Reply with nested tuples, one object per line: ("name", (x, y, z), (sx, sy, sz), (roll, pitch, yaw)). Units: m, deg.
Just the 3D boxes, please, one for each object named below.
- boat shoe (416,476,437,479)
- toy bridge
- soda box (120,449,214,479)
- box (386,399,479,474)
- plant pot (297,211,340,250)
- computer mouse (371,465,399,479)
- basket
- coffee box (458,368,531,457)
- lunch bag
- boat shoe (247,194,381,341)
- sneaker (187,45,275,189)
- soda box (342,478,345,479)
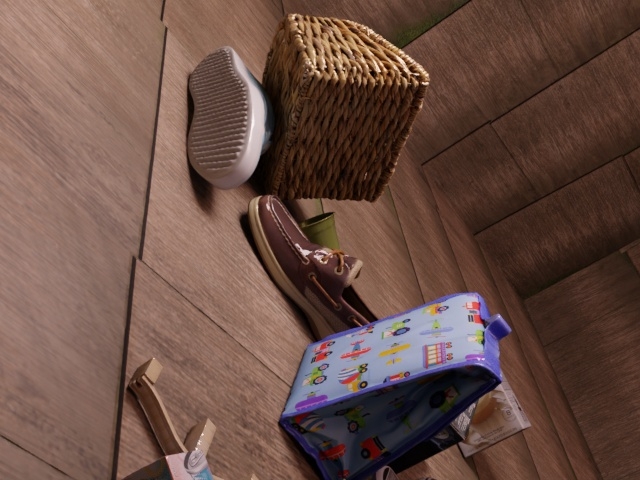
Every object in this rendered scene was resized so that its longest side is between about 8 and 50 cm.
("boat shoe", (0.264, 0.495, 1.227), (0.335, 0.119, 0.121), (56, 16, 16))
("toy bridge", (-0.123, 0.205, 0.803), (0.188, 0.026, 0.063), (54, 20, -16))
("soda box", (-0.103, 0.274, 0.682), (0.183, 0.058, 0.063), (65, 18, 18))
("box", (0.165, 0.254, 1.253), (0.077, 0.147, 0.180), (48, 33, -5))
("plant pot", (0.000, 0.000, 1.454), (0.083, 0.083, 0.079), (-51, 122, -73))
("computer mouse", (0.107, 0.382, 1.059), (0.193, 0.042, 0.106), (62, 21, -5))
("basket", (0.020, -0.233, 1.418), (0.223, 0.299, 0.213), (-1, 46, -20))
("coffee box", (0.312, 0.307, 1.690), (0.246, 0.141, 0.098), (63, 17, 19))
("lunch bag", (0.115, 0.171, 1.084), (0.138, 0.293, 0.221), (55, 17, -11))
("boat shoe", (0.014, 0.060, 1.285), (0.342, 0.123, 0.123), (58, 16, -2))
("sneaker", (-0.120, -0.181, 1.306), (0.150, 0.135, 0.366), (43, 23, -34))
("soda box", (-0.005, 0.326, 0.876), (0.061, 0.058, 0.181), (61, 17, 5))
